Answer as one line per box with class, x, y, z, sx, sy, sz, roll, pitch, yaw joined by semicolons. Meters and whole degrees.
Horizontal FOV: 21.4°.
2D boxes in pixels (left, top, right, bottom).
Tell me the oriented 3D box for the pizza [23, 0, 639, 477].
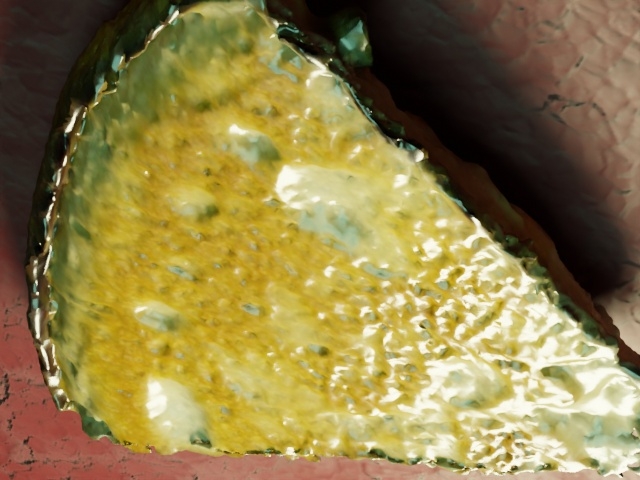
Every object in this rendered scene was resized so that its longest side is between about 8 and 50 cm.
pizza;-0.030;-0.012;1.010;0.435;0.080;0.392;-1;132;23
